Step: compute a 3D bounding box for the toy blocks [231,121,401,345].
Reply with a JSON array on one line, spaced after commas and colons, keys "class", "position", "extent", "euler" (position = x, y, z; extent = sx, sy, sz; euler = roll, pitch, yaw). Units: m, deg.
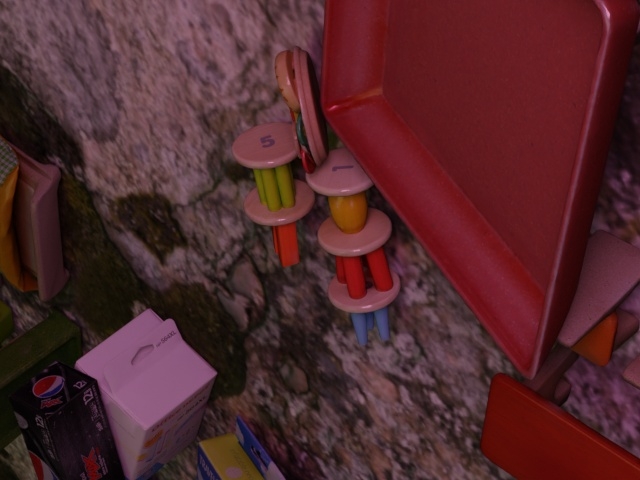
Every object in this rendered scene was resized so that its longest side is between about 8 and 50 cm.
[{"class": "toy blocks", "position": [0.000, 0.000, 1.102], "extent": [0.123, 0.054, 0.148], "euler": [21, 136, 36]}]

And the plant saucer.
[{"class": "plant saucer", "position": [0.082, -0.098, 0.858], "extent": [0.259, 0.047, 0.258], "euler": [55, 154, 38]}]

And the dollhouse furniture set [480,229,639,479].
[{"class": "dollhouse furniture set", "position": [0.204, 0.170, 0.943], "extent": [0.259, 0.135, 0.262], "euler": [31, 141, 28]}]

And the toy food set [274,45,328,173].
[{"class": "toy food set", "position": [-0.011, -0.086, 1.023], "extent": [0.083, 0.020, 0.083], "euler": [-75, -27, -78]}]

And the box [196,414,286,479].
[{"class": "box", "position": [-0.072, 0.257, 1.374], "extent": [0.109, 0.042, 0.178], "euler": [46, 140, 50]}]

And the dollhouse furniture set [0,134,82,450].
[{"class": "dollhouse furniture set", "position": [-0.346, 0.031, 1.452], "extent": [0.197, 0.151, 0.301], "euler": [33, 142, 26]}]

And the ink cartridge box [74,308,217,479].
[{"class": "ink cartridge box", "position": [-0.161, 0.140, 1.386], "extent": [0.090, 0.092, 0.143], "euler": [42, 145, 15]}]

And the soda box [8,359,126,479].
[{"class": "soda box", "position": [-0.213, 0.189, 1.356], "extent": [0.053, 0.060, 0.169], "euler": [22, 137, 37]}]
